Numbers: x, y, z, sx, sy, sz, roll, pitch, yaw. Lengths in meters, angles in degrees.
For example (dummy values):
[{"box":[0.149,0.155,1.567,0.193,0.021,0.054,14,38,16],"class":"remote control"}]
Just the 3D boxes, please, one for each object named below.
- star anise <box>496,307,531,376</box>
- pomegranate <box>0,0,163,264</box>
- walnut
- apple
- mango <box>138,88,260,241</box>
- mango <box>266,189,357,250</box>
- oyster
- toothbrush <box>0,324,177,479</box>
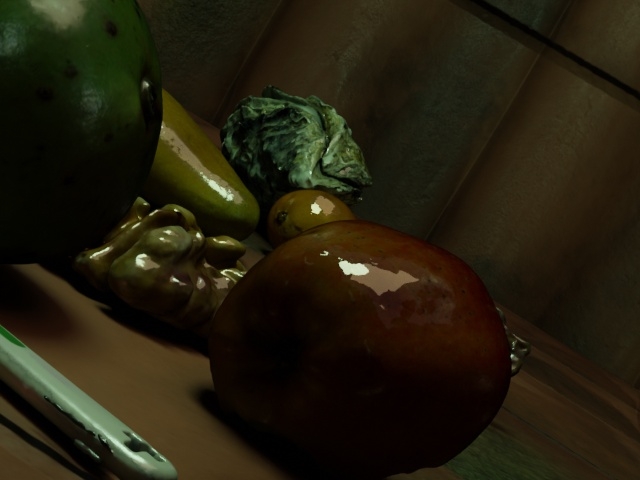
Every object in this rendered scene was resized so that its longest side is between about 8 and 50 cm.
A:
[{"box":[0.082,0.072,1.422,0.220,0.099,0.214,26,-8,-7],"class":"star anise"},{"box":[-0.197,-0.077,0.833,0.225,0.187,0.187,5,-1,14],"class":"pomegranate"},{"box":[-0.101,0.013,1.009,0.143,0.069,0.170,32,2,23],"class":"walnut"},{"box":[0.023,0.060,0.882,0.156,0.147,0.158,56,15,20],"class":"apple"},{"box":[-0.147,-0.077,1.482,0.227,0.099,0.136,41,2,14],"class":"mango"},{"box":[-0.002,0.003,1.672,0.105,0.084,0.159,16,-20,32],"class":"mango"},{"box":[-0.035,-0.089,1.817,0.162,0.158,0.351,39,-5,-16],"class":"oyster"},{"box":[-0.211,-0.011,0.730,0.418,0.040,0.042,34,3,28],"class":"toothbrush"}]
